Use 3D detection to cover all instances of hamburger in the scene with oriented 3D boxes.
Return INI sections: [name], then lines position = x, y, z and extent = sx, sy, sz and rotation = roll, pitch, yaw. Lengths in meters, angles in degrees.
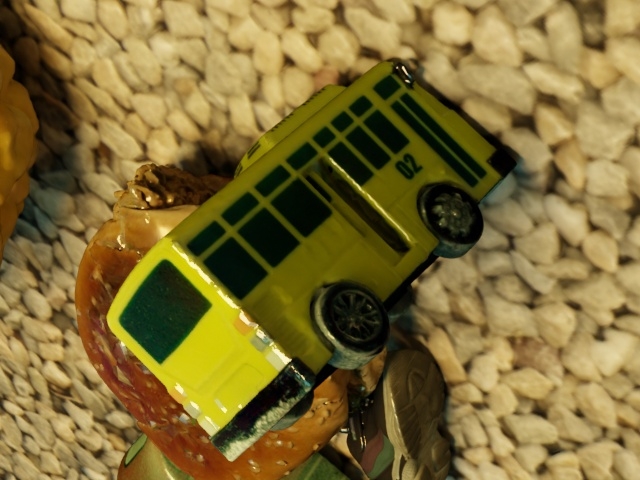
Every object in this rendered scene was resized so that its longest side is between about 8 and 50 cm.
[hamburger]
position = -0.076, 0.064, 1.002
extent = 0.243, 0.146, 0.286
rotation = 8, 121, 32

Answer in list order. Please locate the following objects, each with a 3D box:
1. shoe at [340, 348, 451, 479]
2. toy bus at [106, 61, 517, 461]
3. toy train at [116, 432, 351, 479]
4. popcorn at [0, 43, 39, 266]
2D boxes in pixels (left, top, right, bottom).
[shoe]
position = 0.051, 0.153, 1.071
extent = 0.099, 0.071, 0.169
rotation = 16, 136, 32
[toy bus]
position = 0.000, 0.000, 0.825
extent = 0.150, 0.262, 0.128
rotation = 45, 139, 2
[toy train]
position = -0.050, 0.254, 1.164
extent = 0.326, 0.159, 0.129
rotation = 41, 137, -2
[popcorn]
position = -0.382, -0.044, 1.035
extent = 0.349, 0.349, 0.381
rotation = 33, 177, 5
